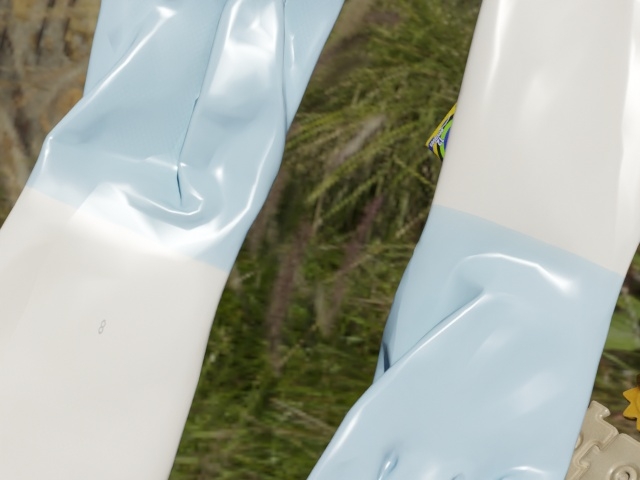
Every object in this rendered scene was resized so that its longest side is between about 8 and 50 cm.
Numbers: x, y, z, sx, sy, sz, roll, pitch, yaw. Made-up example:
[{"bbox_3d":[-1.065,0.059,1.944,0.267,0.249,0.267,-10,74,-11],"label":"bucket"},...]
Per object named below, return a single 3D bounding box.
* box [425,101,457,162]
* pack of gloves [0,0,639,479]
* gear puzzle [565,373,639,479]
[{"bbox_3d":[0.145,-0.110,0.768,0.054,0.059,0.169,46,119,21],"label":"box"},{"bbox_3d":[0.000,0.000,0.383,0.046,0.195,0.232,132,160,-79],"label":"pack of gloves"},{"bbox_3d":[0.262,0.253,1.190,0.339,0.044,0.175,-46,37,-10],"label":"gear puzzle"}]
